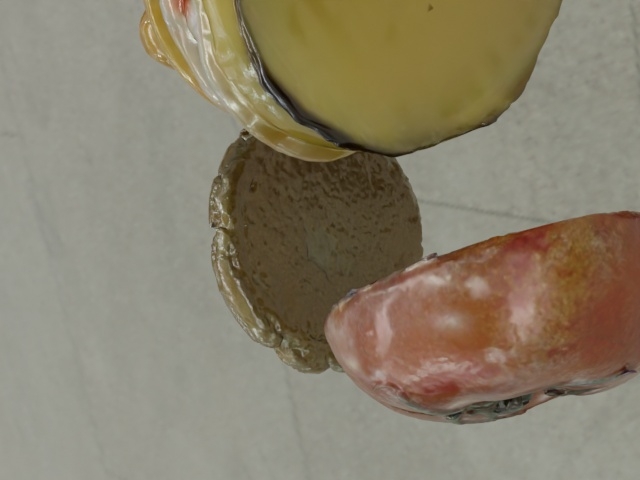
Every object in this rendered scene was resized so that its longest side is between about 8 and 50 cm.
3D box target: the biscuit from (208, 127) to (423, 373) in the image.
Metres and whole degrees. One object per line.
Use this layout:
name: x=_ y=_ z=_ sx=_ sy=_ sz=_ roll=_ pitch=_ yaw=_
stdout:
biscuit: x=0.000 y=0.000 z=1.063 sx=0.042 sy=0.226 sz=0.226 roll=-18 pitch=94 yaw=44

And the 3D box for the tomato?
tomato: x=0.124 y=0.060 z=0.868 sx=0.237 sy=0.236 sz=0.095 roll=-34 pitch=68 yaw=56

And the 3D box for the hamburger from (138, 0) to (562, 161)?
hamburger: x=0.004 y=-0.192 z=0.875 sx=0.237 sy=0.276 sz=0.276 roll=17 pitch=123 yaw=59
